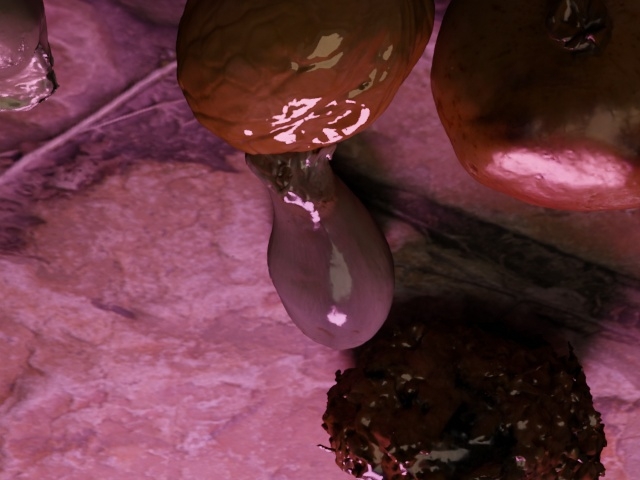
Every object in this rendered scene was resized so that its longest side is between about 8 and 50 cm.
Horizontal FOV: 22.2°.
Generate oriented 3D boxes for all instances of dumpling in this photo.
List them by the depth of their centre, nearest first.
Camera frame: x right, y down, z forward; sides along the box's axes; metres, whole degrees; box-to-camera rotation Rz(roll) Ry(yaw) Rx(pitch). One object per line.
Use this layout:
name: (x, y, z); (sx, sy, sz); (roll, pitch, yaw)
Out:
dumpling: (-0.267, -0.168, 1.145); (0.136, 0.118, 0.199); (-13, 118, 13)

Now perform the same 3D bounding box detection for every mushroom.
mushroom: (0.000, 0.000, 1.356); (0.116, 0.093, 0.225); (10, 146, 17)

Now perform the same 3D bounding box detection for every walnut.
walnut: (-0.012, -0.144, 1.139); (0.159, 0.159, 0.207); (27, 147, -29)

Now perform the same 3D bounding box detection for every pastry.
pastry: (0.132, 0.193, 1.502); (0.275, 0.193, 0.275); (-3, 138, -2)

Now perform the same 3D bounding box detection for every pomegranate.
pomegranate: (0.185, -0.118, 1.138); (0.215, 0.215, 0.215); (-1, 138, -1)
